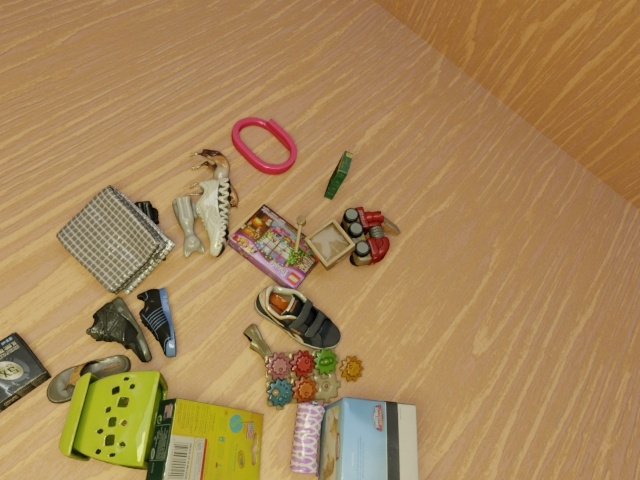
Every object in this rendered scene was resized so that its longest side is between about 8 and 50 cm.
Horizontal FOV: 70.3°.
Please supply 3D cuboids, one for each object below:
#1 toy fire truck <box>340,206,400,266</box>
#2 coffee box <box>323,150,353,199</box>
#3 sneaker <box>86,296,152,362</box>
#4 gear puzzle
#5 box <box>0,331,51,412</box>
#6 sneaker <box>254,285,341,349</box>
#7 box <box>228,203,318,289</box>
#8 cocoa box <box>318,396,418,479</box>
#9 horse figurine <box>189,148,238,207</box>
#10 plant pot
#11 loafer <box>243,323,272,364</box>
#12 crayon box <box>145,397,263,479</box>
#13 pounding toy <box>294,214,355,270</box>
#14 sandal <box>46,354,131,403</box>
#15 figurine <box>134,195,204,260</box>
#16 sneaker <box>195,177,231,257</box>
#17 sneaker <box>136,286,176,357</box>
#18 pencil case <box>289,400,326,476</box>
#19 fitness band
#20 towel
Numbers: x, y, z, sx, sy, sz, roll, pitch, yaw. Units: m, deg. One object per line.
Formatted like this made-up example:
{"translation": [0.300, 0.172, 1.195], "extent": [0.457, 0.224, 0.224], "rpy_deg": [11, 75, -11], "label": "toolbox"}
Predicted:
{"translation": [0.216, -0.020, 1.747], "extent": [0.247, 0.158, 0.216], "rpy_deg": [-11, 66, -12], "label": "toy fire truck"}
{"translation": [0.070, -0.255, 1.786], "extent": [0.041, 0.184, 0.113], "rpy_deg": [23, 58, -7], "label": "coffee box"}
{"translation": [-0.593, 0.285, 1.335], "extent": [0.130, 0.087, 0.227], "rpy_deg": [-32, 73, -28], "label": "sneaker"}
{"translation": [-0.009, 0.432, 1.442], "extent": [0.339, 0.044, 0.175], "rpy_deg": [1, 78, -23], "label": "gear puzzle"}
{"translation": [-0.851, 0.362, 1.209], "extent": [0.180, 0.077, 0.147], "rpy_deg": [-37, 79, -31], "label": "box"}
{"translation": [-0.066, 0.257, 1.501], "extent": [0.321, 0.127, 0.126], "rpy_deg": [27, 56, -4], "label": "sneaker"}
{"translation": [-0.154, 0.027, 1.634], "extent": [0.293, 0.057, 0.201], "rpy_deg": [37, 58, 3], "label": "box"}
{"translation": [0.127, 0.646, 1.287], "extent": [0.228, 0.231, 0.346], "rpy_deg": [11, 60, -12], "label": "cocoa box"}
{"translation": [-0.397, -0.245, 1.698], "extent": [0.175, 0.066, 0.263], "rpy_deg": [-1, 65, -12], "label": "horse figurine"}
{"translation": [-0.529, 0.464, 1.181], "extent": [0.207, 0.227, 0.228], "rpy_deg": [7, 61, -8], "label": "plant pot"}
{"translation": [-0.201, 0.339, 1.454], "extent": [0.050, 0.056, 0.148], "rpy_deg": [-23, 65, -24], "label": "loafer"}
{"translation": [-0.297, 0.555, 1.226], "extent": [0.319, 0.081, 0.202], "rpy_deg": [32, 48, -42], "label": "crayon box"}
{"translation": [-0.011, 0.001, 1.607], "extent": [0.181, 0.094, 0.206], "rpy_deg": [-37, 76, -5], "label": "pounding toy"}
{"translation": [-0.649, 0.380, 1.276], "extent": [0.220, 0.060, 0.089], "rpy_deg": [-15, 68, -25], "label": "sandal"}
{"translation": [-0.510, -0.032, 1.541], "extent": [0.215, 0.092, 0.209], "rpy_deg": [-10, 75, -23], "label": "figurine"}
{"translation": [-0.376, -0.081, 1.585], "extent": [0.119, 0.110, 0.291], "rpy_deg": [1, 72, -8], "label": "sneaker"}
{"translation": [-0.500, 0.255, 1.388], "extent": [0.091, 0.081, 0.232], "rpy_deg": [-11, 60, -20], "label": "sneaker"}
{"translation": [-0.037, 0.580, 1.343], "extent": [0.088, 0.086, 0.205], "rpy_deg": [15, 70, -18], "label": "pencil case"}
{"translation": [-0.226, -0.391, 1.841], "extent": [0.291, 0.054, 0.209], "rpy_deg": [45, 59, 10], "label": "fitness band"}
{"translation": [-0.636, 0.001, 1.409], "extent": [0.284, 0.121, 0.235], "rpy_deg": [44, 85, 6], "label": "towel"}
